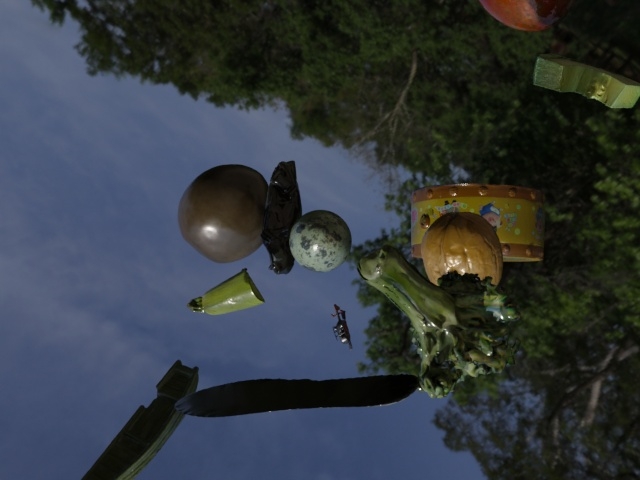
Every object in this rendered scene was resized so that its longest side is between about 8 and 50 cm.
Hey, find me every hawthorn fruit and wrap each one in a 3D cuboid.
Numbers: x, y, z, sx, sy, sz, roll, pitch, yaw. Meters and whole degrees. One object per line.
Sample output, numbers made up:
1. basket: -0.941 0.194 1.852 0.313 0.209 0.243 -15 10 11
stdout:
1. hawthorn fruit: 0.429 -0.605 1.400 0.300 0.254 0.254 25 -160 21

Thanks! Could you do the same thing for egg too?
1. egg: 0.000 0.000 1.333 0.132 0.132 0.172 47 176 5

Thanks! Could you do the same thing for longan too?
1. longan: -0.270 -0.083 1.864 0.297 0.297 0.297 33 -152 -21

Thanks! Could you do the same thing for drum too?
1. drum: 0.494 -0.046 2.008 0.431 0.431 0.214 8 -97 -50

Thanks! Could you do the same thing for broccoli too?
1. broccoli: 0.154 0.128 0.942 0.275 0.198 0.177 16 173 -34

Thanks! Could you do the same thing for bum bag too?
1. bum bag: -0.092 -0.071 1.628 0.142 0.080 0.326 49 -141 -55

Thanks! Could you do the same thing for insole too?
1. insole: -0.040 0.176 0.724 0.109 0.322 0.007 -26 -76 -60

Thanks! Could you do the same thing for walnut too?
1. walnut: 0.341 0.040 1.540 0.193 0.193 0.225 -70 -26 -62

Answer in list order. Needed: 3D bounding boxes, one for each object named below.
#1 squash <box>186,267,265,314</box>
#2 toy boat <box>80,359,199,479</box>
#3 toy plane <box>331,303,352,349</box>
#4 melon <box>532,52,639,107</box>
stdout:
1. squash: -0.218 0.128 1.465 0.090 0.200 0.075 59 -151 -23
2. toy boat: -0.325 0.352 1.170 0.293 0.093 0.055 -52 -44 -33
3. toy plane: 0.064 0.256 1.910 0.060 0.037 0.145 23 -137 -55
4. melon: 0.535 -0.319 1.282 0.209 0.064 0.118 25 -152 18
